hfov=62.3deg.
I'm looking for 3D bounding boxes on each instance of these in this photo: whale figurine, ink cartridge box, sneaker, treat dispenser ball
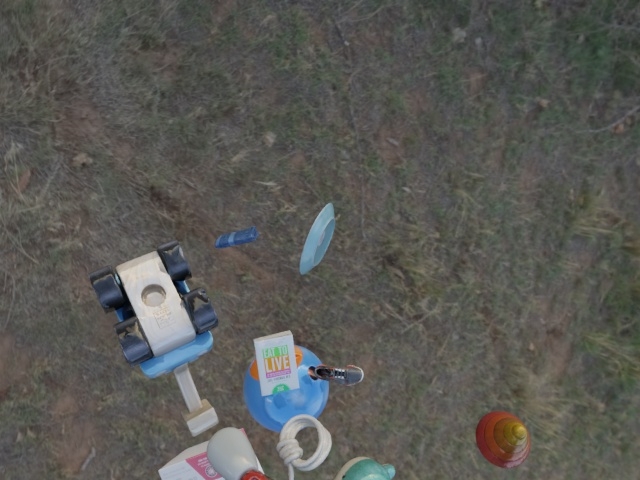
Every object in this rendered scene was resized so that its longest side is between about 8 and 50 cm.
[{"bbox_3d":[0.155,0.722,1.453,0.272,0.141,0.216,49,67,-22],"label":"whale figurine"},{"bbox_3d":[-0.229,0.630,1.274,0.283,0.207,0.117,64,23,4],"label":"ink cartridge box"},{"bbox_3d":[0.052,0.414,1.626,0.065,0.158,0.061,43,47,-70],"label":"sneaker"},{"bbox_3d":[-0.115,0.493,1.777,0.288,0.288,0.288,-8,105,-30],"label":"treat dispenser ball"}]

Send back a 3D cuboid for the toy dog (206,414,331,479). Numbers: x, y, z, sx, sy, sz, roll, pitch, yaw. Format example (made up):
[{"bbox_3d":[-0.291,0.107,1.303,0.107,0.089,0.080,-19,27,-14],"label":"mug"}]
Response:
[{"bbox_3d":[-0.068,0.457,0.820,0.220,0.334,0.161,-6,129,-10],"label":"toy dog"}]

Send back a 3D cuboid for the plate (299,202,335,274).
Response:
[{"bbox_3d":[0.000,0.000,1.286,0.188,0.024,0.188,-61,167,-25],"label":"plate"}]

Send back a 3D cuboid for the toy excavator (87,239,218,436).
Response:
[{"bbox_3d":[-0.383,0.273,1.380,0.222,0.445,0.433,-25,72,-20],"label":"toy excavator"}]

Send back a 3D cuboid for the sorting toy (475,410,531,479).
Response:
[{"bbox_3d":[0.385,0.520,1.065,0.127,0.126,0.366,8,61,5],"label":"sorting toy"}]

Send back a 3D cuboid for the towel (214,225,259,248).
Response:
[{"bbox_3d":[-0.241,-0.008,1.515,0.119,0.067,0.029,-12,111,11],"label":"towel"}]

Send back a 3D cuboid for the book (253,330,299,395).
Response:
[{"bbox_3d":[-0.109,0.305,1.312,0.096,0.035,0.144,-10,102,-13],"label":"book"}]
